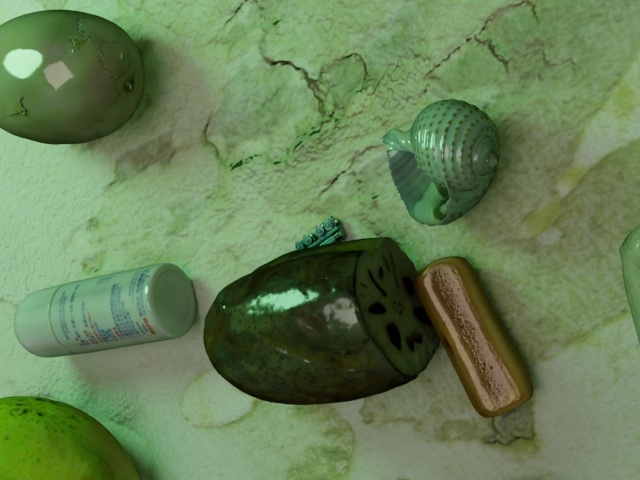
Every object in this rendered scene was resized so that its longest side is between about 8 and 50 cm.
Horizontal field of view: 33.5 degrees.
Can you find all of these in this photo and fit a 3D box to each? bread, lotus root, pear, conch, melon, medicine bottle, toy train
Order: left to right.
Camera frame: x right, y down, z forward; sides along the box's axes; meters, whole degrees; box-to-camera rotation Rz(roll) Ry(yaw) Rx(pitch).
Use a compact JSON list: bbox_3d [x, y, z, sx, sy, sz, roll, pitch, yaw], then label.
[{"bbox_3d":[-0.485,0.456,1.823,0.390,0.391,0.391,4,99,28],"label":"pear"},{"bbox_3d":[-0.434,-0.270,1.760,0.316,0.223,0.223,5,99,31],"label":"melon"},{"bbox_3d":[-0.388,0.128,1.844,0.340,0.130,0.130,-12,91,29],"label":"medicine bottle"},{"bbox_3d":[-0.019,0.131,1.593,0.346,0.250,0.251,-10,92,34],"label":"lotus root"},{"bbox_3d":[0.000,0.000,1.673,0.092,0.029,0.045,-36,87,27],"label":"toy train"},{"bbox_3d":[0.181,-0.119,1.499,0.200,0.131,0.172,-138,33,-60],"label":"conch"},{"bbox_3d":[0.222,0.136,1.542,0.092,0.074,0.239,-27,83,12],"label":"bread"}]

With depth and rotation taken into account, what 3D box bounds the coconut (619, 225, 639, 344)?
[{"bbox_3d":[0.490,0.066,1.296,0.265,0.237,0.238,28,110,24],"label":"coconut"}]
